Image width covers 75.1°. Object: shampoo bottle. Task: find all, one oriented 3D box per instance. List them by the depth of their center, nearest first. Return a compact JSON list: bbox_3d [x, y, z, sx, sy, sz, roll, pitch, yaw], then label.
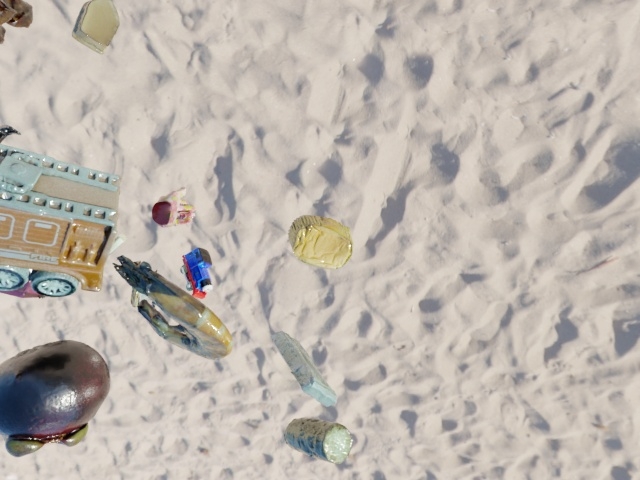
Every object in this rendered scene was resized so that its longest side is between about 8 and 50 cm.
[{"bbox_3d":[-0.829,0.032,1.644,0.141,0.049,0.034,-42,122,4],"label":"shampoo bottle"}]

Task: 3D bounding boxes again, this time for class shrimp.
[{"bbox_3d":[-0.444,0.210,1.226,0.272,0.085,0.445,-17,123,34],"label":"shrimp"}]

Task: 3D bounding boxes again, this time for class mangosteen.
[{"bbox_3d":[-0.370,0.215,0.571,0.153,0.152,0.152,4,119,8],"label":"mangosteen"}]

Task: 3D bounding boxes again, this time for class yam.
[{"bbox_3d":[-0.013,0.575,1.210,0.194,0.107,0.107,-16,118,47],"label":"yam"}]

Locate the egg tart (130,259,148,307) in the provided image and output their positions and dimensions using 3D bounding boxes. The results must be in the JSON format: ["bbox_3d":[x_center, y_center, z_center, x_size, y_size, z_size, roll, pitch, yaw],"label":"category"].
[{"bbox_3d":[-0.855,0.211,1.992,0.094,0.234,0.234,1,124,-26],"label":"egg tart"}]

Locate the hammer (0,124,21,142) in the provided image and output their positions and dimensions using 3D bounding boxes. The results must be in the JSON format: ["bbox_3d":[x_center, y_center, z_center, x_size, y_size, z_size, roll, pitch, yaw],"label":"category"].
[{"bbox_3d":[-0.490,-0.098,0.611,0.078,0.200,0.021,-22,146,12],"label":"hammer"}]

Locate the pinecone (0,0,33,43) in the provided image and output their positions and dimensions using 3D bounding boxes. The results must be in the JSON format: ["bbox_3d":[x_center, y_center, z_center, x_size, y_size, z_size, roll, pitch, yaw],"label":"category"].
[{"bbox_3d":[-0.579,-0.406,0.638,0.309,0.244,0.244,-21,115,43],"label":"pinecone"}]

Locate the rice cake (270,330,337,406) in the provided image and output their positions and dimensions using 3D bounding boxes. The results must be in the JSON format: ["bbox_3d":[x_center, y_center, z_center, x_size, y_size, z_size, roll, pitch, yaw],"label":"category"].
[{"bbox_3d":[-0.042,0.260,0.872,0.040,0.226,0.085,-48,118,-4],"label":"rice cake"}]

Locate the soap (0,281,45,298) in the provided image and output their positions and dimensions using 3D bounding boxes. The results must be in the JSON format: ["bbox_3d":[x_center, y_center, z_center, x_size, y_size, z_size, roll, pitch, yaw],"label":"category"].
[{"bbox_3d":[-0.820,0.071,1.069,0.250,0.162,0.099,16,84,-1],"label":"soap"}]

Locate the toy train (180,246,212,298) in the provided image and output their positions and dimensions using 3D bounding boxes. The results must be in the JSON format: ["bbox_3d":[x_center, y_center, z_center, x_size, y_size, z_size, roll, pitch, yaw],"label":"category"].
[{"bbox_3d":[-0.536,0.144,1.827,0.131,0.083,0.203,-29,66,7],"label":"toy train"}]

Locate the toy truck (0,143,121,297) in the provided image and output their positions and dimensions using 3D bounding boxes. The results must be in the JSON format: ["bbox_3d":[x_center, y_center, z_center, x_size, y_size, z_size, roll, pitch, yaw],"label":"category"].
[{"bbox_3d":[-0.405,-0.039,0.489,0.306,0.136,0.162,14,136,-35],"label":"toy truck"}]

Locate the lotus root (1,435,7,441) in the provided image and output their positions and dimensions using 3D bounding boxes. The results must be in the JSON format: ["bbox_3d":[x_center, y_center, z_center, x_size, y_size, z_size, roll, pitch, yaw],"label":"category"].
[{"bbox_3d":[-0.809,0.517,1.191,0.221,0.125,0.118,-15,81,6],"label":"lotus root"}]

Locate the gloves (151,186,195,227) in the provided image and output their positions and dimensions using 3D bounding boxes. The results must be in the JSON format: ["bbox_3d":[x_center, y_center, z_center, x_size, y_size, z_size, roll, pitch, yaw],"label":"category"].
[{"bbox_3d":[-0.580,-0.127,1.637,0.126,0.241,0.145,-16,101,-3],"label":"gloves"}]

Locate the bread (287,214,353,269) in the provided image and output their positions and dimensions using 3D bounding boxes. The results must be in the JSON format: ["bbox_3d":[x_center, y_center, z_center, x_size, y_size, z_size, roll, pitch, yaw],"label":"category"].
[{"bbox_3d":[0.000,0.000,1.606,0.250,0.133,0.178,14,110,-18],"label":"bread"}]

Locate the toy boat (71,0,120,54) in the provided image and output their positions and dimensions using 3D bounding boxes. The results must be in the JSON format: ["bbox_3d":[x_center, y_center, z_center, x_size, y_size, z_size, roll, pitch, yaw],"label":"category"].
[{"bbox_3d":[-0.754,-0.747,1.419,0.061,0.188,0.116,2,163,42],"label":"toy boat"}]
